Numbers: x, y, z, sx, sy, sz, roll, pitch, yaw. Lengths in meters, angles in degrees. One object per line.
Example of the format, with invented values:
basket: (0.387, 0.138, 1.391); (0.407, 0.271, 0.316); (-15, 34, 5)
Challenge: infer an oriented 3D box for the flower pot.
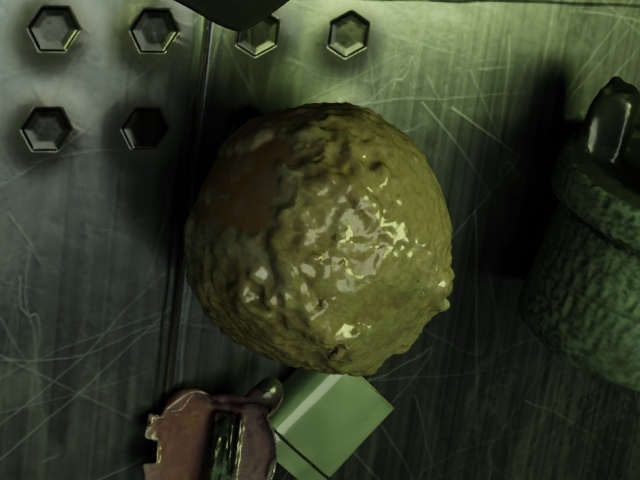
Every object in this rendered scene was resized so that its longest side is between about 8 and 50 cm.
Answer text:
flower pot: (0.382, -0.006, 1.796); (0.299, 0.299, 0.283); (4, 116, -26)

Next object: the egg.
egg: (0.000, 0.000, 1.621); (0.279, 0.279, 0.310); (-31, 161, -9)

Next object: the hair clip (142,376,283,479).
hair clip: (-0.112, 0.236, 1.756); (0.146, 0.187, 0.056); (1, 155, 1)

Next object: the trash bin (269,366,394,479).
trash bin: (-0.001, 0.193, 1.841); (0.130, 0.059, 0.116); (-46, 125, -2)

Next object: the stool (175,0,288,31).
stool: (-0.092, -0.316, 1.521); (0.232, 0.141, 0.232); (-10, 116, -20)
